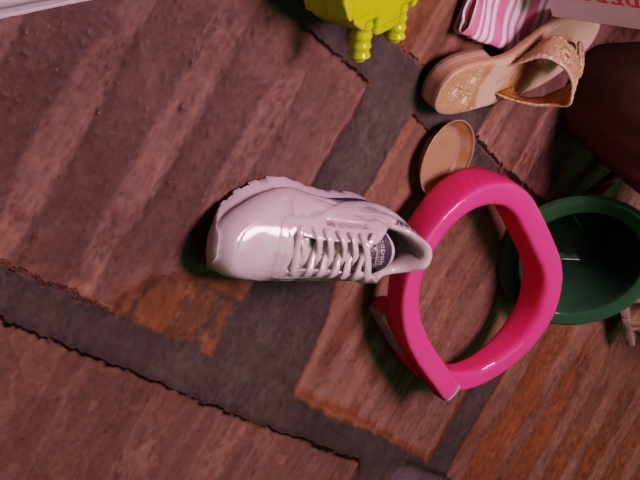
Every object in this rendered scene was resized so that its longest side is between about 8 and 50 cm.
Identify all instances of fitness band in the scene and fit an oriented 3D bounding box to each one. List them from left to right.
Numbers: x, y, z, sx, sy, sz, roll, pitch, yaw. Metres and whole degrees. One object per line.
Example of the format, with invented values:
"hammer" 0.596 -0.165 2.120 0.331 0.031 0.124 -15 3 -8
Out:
"fitness band" 0.160 0.050 1.445 0.209 0.054 0.291 -45 139 -10

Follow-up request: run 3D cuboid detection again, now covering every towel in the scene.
"towel" 0.213 -0.253 1.363 0.197 0.029 0.144 6 108 -52

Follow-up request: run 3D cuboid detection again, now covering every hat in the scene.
"hat" 0.302 -0.022 1.622 0.208 0.183 0.173 -6 122 2

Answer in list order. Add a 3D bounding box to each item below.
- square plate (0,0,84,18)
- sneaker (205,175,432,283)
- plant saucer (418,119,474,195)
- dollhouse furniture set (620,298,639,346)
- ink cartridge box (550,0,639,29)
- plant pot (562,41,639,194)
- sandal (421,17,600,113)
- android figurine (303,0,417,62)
"square plate" -0.114 -0.321 0.904 0.344 0.049 0.347 -20 127 -43
"sneaker" 0.000 0.000 1.212 0.235 0.095 0.090 -7 119 -47
"plant saucer" 0.122 -0.083 1.372 0.083 0.015 0.083 -29 133 -36
"dollhouse furniture set" 0.468 0.032 1.809 0.129 0.129 0.184 67 29 -47
"ink cartridge box" 0.312 -0.346 1.226 0.131 0.226 0.306 -41 132 -35
"plant pot" 0.385 -0.128 1.481 0.215 0.230 0.215 -30 133 -37
"sandal" 0.212 -0.155 1.353 0.240 0.079 0.088 -20 143 -34
"android figurine" 0.052 -0.280 1.100 0.248 0.056 0.273 -34 135 -53
